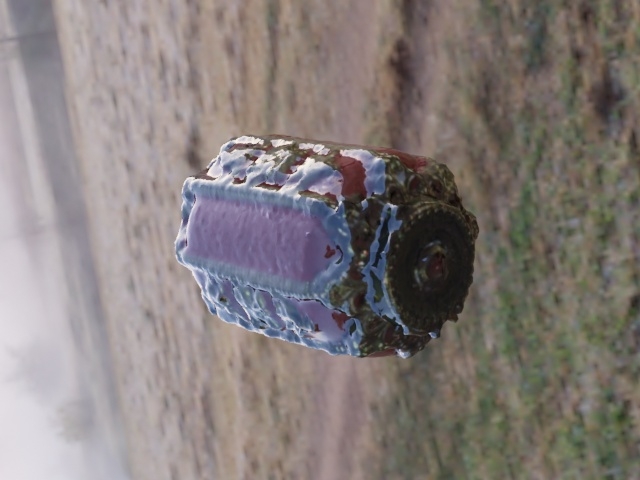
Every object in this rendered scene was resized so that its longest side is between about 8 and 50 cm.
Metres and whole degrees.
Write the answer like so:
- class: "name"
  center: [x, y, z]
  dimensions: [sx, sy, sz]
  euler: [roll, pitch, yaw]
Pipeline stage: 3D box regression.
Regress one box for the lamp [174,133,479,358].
- class: "lamp"
  center: [0.000, 0.000, 1.142]
  dimensions: [0.274, 0.177, 0.177]
  euler: [12, 115, 53]
